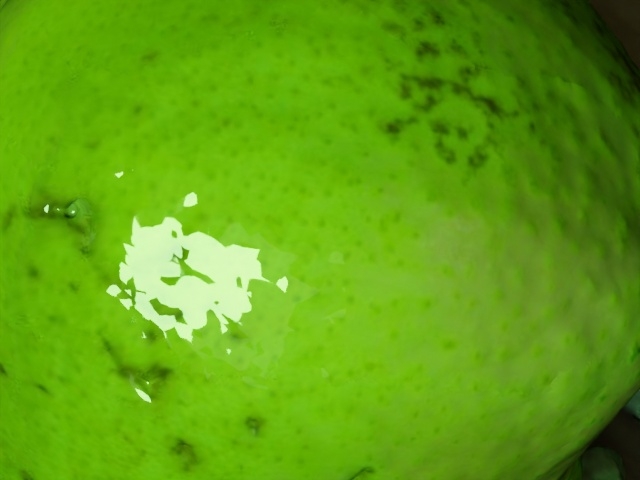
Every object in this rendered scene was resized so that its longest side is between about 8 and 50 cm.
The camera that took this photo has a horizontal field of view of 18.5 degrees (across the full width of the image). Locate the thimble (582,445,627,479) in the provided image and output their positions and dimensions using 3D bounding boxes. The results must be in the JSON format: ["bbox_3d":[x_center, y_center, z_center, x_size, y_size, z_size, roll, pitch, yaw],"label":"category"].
[{"bbox_3d":[0.129,0.238,1.106,0.148,0.196,0.229,-12,77,8],"label":"thimble"}]

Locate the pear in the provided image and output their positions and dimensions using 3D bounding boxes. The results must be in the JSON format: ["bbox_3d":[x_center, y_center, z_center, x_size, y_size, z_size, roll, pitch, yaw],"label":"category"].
[{"bbox_3d":[0.000,0.000,0.969,0.391,0.391,0.391,2,107,7],"label":"pear"}]
